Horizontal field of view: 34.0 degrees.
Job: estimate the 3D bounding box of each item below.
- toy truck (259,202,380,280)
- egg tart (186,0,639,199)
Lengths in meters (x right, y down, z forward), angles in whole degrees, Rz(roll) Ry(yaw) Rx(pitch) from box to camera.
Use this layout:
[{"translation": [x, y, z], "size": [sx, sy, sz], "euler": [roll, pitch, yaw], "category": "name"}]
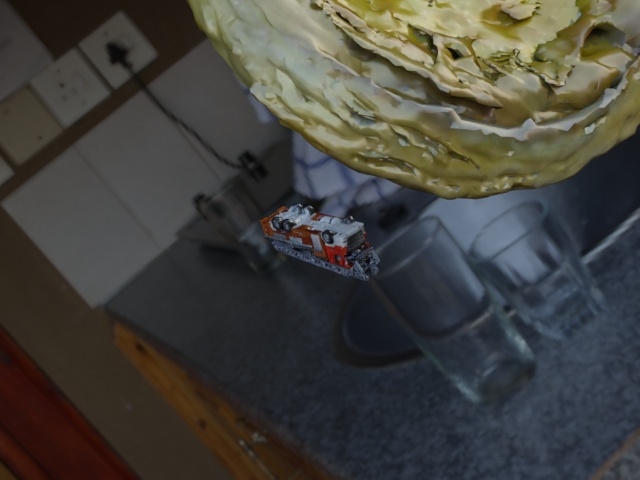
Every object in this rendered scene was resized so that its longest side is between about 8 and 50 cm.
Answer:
[{"translation": [0.000, 0.000, 0.596], "size": [0.024, 0.032, 0.083], "euler": [-31, 29, -34], "category": "toy truck"}, {"translation": [0.050, -0.144, 0.540], "size": [0.291, 0.291, 0.107], "euler": [-44, -11, -23], "category": "egg tart"}]
